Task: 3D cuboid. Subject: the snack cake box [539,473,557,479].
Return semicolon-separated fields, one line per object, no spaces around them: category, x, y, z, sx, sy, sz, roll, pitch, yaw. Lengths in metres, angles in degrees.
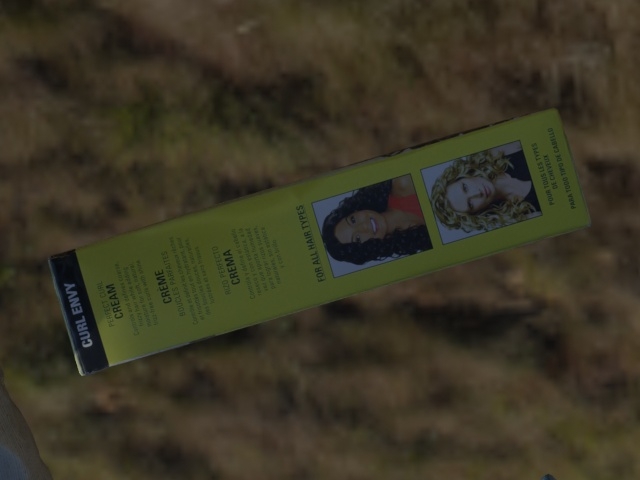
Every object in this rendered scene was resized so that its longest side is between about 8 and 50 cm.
snack cake box;0.019;0.222;0.695;0.264;0.089;0.152;-42;-172;11

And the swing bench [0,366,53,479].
swing bench;-0.245;0.079;0.922;0.255;0.165;0.253;0;119;27

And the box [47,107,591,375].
box;0.000;0.000;0.850;0.232;0.058;0.087;-17;180;1
